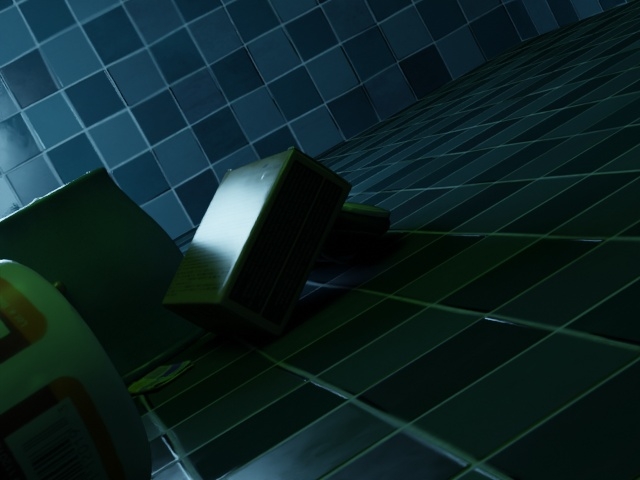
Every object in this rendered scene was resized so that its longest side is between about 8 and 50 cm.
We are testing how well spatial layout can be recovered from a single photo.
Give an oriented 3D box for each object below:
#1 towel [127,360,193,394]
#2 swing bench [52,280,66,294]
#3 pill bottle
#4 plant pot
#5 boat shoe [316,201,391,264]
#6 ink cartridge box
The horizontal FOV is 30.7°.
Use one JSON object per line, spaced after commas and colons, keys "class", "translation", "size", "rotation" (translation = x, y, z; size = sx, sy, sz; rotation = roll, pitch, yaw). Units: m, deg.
{"class": "towel", "translation": [-0.186, 0.158, 1.345], "size": [0.060, 0.009, 0.083], "rotation": [-32, 8, -31]}
{"class": "swing bench", "translation": [-0.427, 0.144, 1.310], "size": [0.254, 0.165, 0.253], "rotation": [-20, -13, 5]}
{"class": "pill bottle", "translation": [-0.337, 0.199, 0.830], "size": [0.392, 0.224, 0.224], "rotation": [-33, 9, -30]}
{"class": "plant pot", "translation": [-0.308, 0.053, 1.553], "size": [0.271, 0.255, 0.272], "rotation": [-28, 8, 4]}
{"class": "boat shoe", "translation": [0.000, 0.000, 1.493], "size": [0.112, 0.096, 0.335], "rotation": [7, -1, -21]}
{"class": "ink cartridge box", "translation": [-0.079, 0.008, 1.345], "size": [0.193, 0.088, 0.234], "rotation": [-64, 18, -13]}
